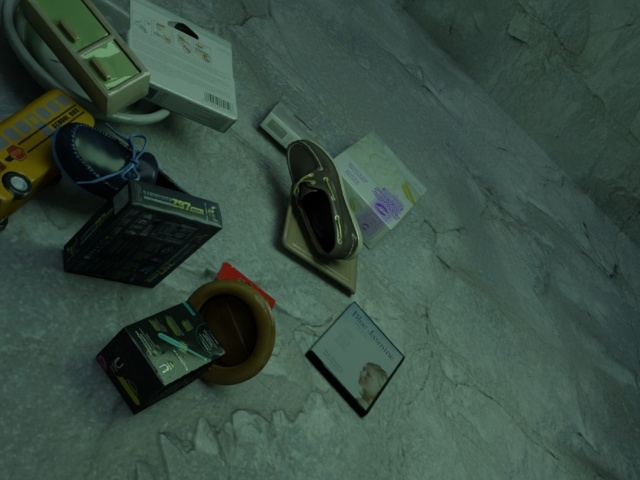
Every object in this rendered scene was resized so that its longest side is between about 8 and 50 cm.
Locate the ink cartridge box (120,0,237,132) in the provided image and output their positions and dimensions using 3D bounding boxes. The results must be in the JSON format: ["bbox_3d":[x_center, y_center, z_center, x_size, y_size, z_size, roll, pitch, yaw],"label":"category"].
[{"bbox_3d":[-0.313,-0.386,1.799,0.275,0.060,0.238,20,48,-37],"label":"ink cartridge box"}]

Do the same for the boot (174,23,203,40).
[{"bbox_3d":[-0.334,-0.411,1.979,0.085,0.236,0.178,8,88,-14],"label":"boot"}]

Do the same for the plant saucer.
[{"bbox_3d":[-0.495,-0.378,1.750,0.400,0.100,0.400,31,35,-25],"label":"plant saucer"}]

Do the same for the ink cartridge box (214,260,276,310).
[{"bbox_3d":[-0.154,0.125,1.661,0.145,0.045,0.179,40,36,-13],"label":"ink cartridge box"}]

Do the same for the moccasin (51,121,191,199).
[{"bbox_3d":[-0.345,-0.130,1.526,0.342,0.117,0.137,33,57,-59],"label":"moccasin"}]

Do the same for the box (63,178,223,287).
[{"bbox_3d":[-0.311,-0.006,1.439,0.183,0.233,0.059,16,50,-40],"label":"box"}]

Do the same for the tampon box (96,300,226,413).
[{"bbox_3d":[-0.268,0.194,1.396,0.120,0.101,0.161,53,33,10],"label":"tampon box"}]

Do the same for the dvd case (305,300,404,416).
[{"bbox_3d":[0.083,0.255,1.817,0.180,0.022,0.253,48,32,1],"label":"dvd case"}]

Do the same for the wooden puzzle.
[{"bbox_3d":[0.000,0.000,1.983,0.239,0.044,0.221,38,33,-23],"label":"wooden puzzle"}]

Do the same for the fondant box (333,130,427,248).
[{"bbox_3d":[0.139,-0.146,2.247,0.238,0.096,0.330,47,33,0],"label":"fondant box"}]

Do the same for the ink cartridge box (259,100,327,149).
[{"bbox_3d":[-0.069,-0.287,2.217,0.181,0.056,0.224,41,14,-9],"label":"ink cartridge box"}]

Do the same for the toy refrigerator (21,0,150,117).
[{"bbox_3d":[-0.451,-0.380,1.587,0.102,0.094,0.269,-37,84,-24],"label":"toy refrigerator"}]

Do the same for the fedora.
[{"bbox_3d":[-0.169,0.170,1.524,0.194,0.194,0.079,54,-3,10],"label":"fedora"}]

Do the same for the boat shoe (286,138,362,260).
[{"bbox_3d":[-0.007,-0.102,1.929,0.097,0.117,0.324,3,61,-56],"label":"boat shoe"}]

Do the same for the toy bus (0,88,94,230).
[{"bbox_3d":[-0.525,-0.145,1.455,0.130,0.108,0.332,42,32,-9],"label":"toy bus"}]
